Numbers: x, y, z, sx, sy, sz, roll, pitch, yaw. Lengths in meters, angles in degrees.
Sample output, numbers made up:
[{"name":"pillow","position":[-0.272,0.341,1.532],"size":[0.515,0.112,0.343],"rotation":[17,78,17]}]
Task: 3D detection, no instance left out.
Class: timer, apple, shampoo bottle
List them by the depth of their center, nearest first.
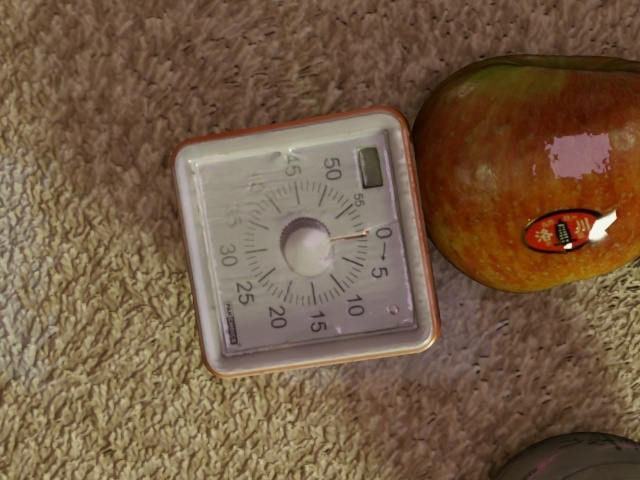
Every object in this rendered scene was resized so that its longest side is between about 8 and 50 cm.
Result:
[{"name":"timer","position":[0.000,0.000,1.769],"size":[0.250,0.161,0.257],"rotation":[-8,92,27]},{"name":"apple","position":[0.249,-0.071,1.789],"size":[0.309,0.277,0.250],"rotation":[4,102,23]},{"name":"shampoo bottle","position":[0.302,0.348,1.800],"size":[0.273,0.266,0.273],"rotation":[0,91,-8]}]
